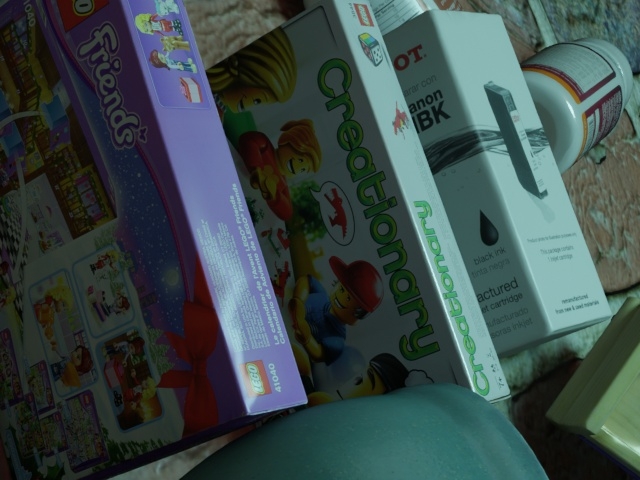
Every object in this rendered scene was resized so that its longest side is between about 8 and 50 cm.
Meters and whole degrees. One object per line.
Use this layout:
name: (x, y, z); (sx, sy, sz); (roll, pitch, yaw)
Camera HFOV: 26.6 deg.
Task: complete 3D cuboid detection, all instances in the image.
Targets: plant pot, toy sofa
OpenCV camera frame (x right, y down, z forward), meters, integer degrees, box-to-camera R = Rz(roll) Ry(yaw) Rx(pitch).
plant pot: (-0.014, 0.226, 0.719); (0.196, 0.293, 0.293); (0, 67, -25)
toy sofa: (0.402, 0.214, 1.275); (0.363, 0.177, 0.150); (36, 83, -1)

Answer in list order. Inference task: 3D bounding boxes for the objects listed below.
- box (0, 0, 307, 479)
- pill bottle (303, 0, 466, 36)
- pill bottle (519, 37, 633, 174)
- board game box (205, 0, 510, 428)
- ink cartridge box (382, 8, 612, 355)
box: (-0.138, -0.010, 0.812); (0.057, 0.201, 0.293); (-4, 73, -52)
pill bottle: (0.062, -0.211, 1.255); (0.216, 0.121, 0.121); (53, 37, -16)
pill bottle: (0.258, -0.148, 1.466); (0.221, 0.121, 0.121); (-34, 97, -54)
board game box: (0.000, 0.000, 0.988); (0.053, 0.193, 0.305); (-7, 75, -54)
ink cartridge box: (0.089, -0.028, 1.113); (0.114, 0.197, 0.272); (-6, 74, -53)
